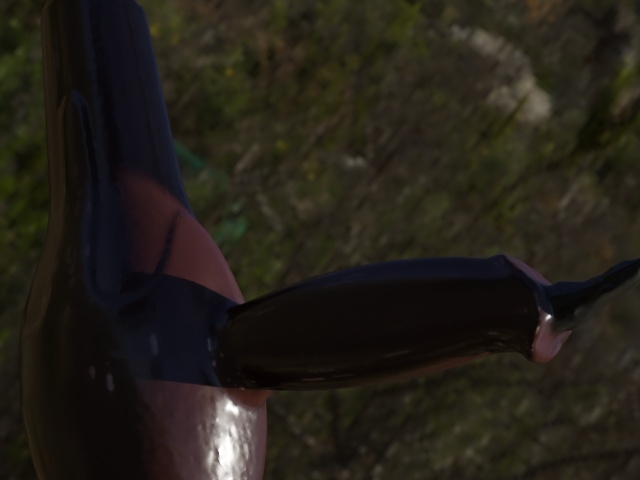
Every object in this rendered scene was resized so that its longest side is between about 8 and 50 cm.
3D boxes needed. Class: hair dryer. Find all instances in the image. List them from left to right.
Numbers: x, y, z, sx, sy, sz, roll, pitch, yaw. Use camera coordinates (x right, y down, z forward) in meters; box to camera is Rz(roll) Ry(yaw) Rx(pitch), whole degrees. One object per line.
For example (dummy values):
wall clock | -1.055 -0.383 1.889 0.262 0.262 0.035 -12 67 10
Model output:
hair dryer | 0.000 0.000 0.958 0.340 0.313 0.123 -12 -16 26
